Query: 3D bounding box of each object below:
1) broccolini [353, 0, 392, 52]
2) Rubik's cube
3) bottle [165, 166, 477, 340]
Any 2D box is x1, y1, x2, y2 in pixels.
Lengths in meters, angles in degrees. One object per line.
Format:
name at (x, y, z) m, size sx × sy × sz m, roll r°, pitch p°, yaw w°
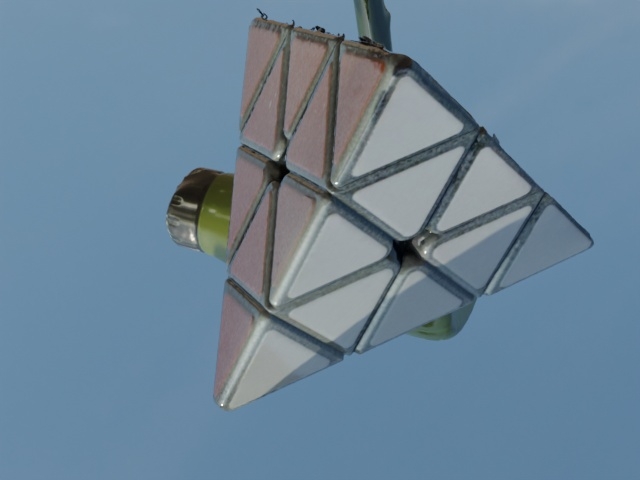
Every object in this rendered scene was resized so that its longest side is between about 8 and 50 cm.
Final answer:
broccolini at (0.010, -0.271, 1.208) m, size 0.074 × 0.392 × 0.079 m, roll -9°, pitch -137°, yaw 2°
Rubik's cube at (0.031, -0.041, 1.034) m, size 0.228 × 0.233 × 0.229 m, roll -8°, pitch -158°, yaw 30°
bottle at (0.000, 0.000, 1.210) m, size 0.260 × 0.112 × 0.112 m, roll 14°, pitch -134°, yaw 20°
